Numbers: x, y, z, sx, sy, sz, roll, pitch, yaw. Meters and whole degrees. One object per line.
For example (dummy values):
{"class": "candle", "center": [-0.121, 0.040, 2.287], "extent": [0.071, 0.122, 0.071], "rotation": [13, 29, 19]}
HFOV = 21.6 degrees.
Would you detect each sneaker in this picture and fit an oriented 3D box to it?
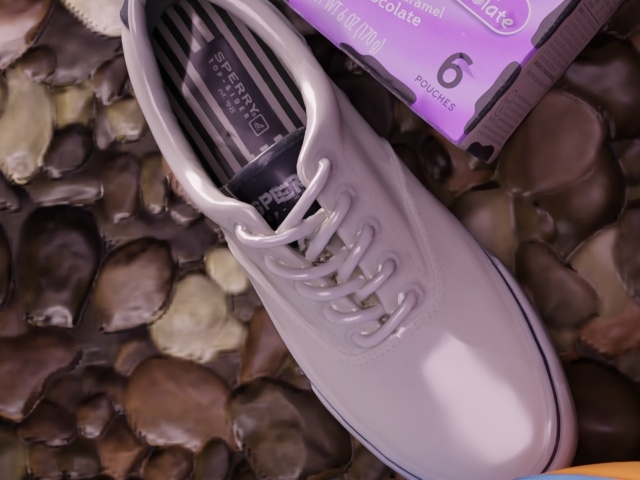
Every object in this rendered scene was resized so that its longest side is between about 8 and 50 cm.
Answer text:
{"class": "sneaker", "center": [0.000, 0.000, 0.654], "extent": [0.094, 0.091, 0.258], "rotation": [-42, 76, 11]}

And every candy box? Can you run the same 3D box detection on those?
{"class": "candy box", "center": [0.062, -0.159, 0.655], "extent": [0.165, 0.070, 0.196], "rotation": [41, 99, 15]}

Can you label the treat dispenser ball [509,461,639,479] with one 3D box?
{"class": "treat dispenser ball", "center": [0.102, 0.210, 0.508], "extent": [0.288, 0.288, 0.288], "rotation": [-1, 86, 17]}
